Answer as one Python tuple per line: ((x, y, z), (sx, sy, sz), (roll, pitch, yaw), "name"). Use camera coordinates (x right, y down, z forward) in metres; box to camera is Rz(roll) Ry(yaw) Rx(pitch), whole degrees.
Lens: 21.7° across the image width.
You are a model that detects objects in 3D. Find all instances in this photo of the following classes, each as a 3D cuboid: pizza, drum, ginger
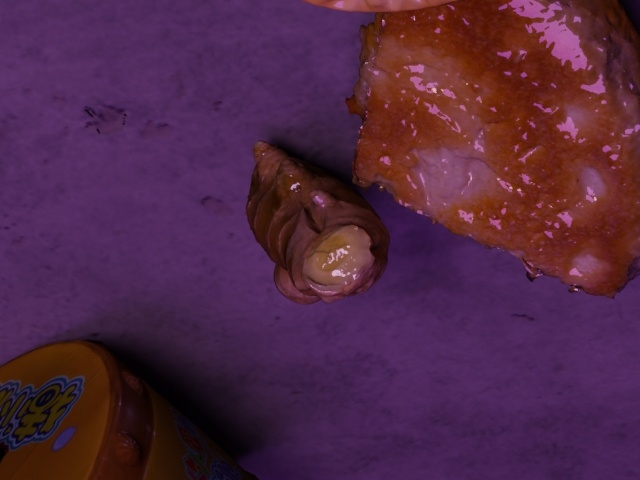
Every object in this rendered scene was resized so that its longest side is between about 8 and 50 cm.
((0.113, -0.093, 1.100), (0.226, 0.086, 0.335), (-15, 123, 34), "pizza")
((-0.234, 0.297, 1.313), (0.431, 0.431, 0.214), (-29, 118, 33), "drum")
((-0.005, -0.012, 1.168), (0.081, 0.115, 0.205), (4, 177, -15), "ginger")

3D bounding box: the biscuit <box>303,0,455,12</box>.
((0.066, -0.246, 0.940), (0.205, 0.040, 0.309), (35, 118, -3), "biscuit")
